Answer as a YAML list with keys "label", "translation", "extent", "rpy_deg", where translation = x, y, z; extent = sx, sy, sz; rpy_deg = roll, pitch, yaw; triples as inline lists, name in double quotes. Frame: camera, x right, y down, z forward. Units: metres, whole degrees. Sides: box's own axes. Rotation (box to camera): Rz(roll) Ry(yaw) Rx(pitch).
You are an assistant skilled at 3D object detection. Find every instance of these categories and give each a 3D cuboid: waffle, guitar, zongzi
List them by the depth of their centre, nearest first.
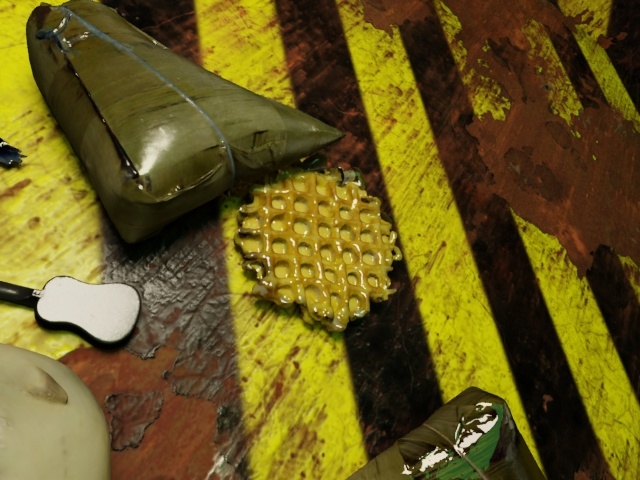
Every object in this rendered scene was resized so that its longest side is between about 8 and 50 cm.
- label: "guitar"
  translation: [-0.363, 0.066, 0.542]
  extent: [0.271, 0.038, 0.084]
  rpy_deg: [18, 58, -19]
- label: "zongzi"
  translation: [0.192, 0.397, 0.631]
  extent: [0.299, 0.145, 0.274]
  rpy_deg: [-26, 85, -17]
- label: "zongzi"
  translation: [-0.199, -0.226, 0.680]
  extent: [0.392, 0.174, 0.356]
  rpy_deg: [-30, 78, -31]
- label: "waffle"
  translation: [0.005, -0.008, 0.753]
  extent: [0.329, 0.062, 0.330]
  rpy_deg: [11, 61, -21]

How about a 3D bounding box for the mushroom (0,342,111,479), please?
- label: "mushroom"
  translation: [-0.359, 0.230, 0.360]
  extent: [0.335, 0.314, 0.315]
  rpy_deg: [8, 59, 10]

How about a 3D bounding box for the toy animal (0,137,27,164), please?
- label: "toy animal"
  translation: [-0.497, -0.167, 0.581]
  extent: [0.220, 0.062, 0.108]
  rpy_deg: [39, 30, -5]
